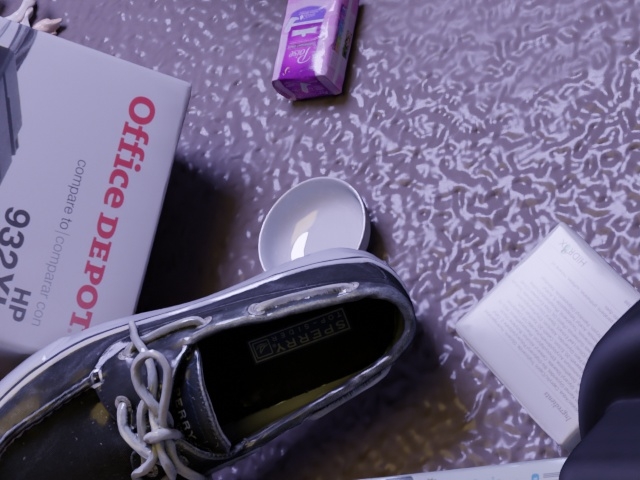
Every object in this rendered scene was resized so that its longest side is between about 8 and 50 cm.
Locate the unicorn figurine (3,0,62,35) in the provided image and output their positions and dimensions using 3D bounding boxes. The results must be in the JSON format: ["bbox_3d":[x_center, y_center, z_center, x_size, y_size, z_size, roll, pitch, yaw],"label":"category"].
[{"bbox_3d":[-0.307,-0.183,1.242,0.162,0.060,0.111,19,77,38],"label":"unicorn figurine"}]

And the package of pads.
[{"bbox_3d":[-0.004,-0.146,1.047,0.050,0.032,0.083,-4,64,34],"label":"package of pads"}]

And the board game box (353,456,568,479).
[{"bbox_3d":[0.024,0.251,0.782,0.303,0.097,0.224,-10,60,27],"label":"board game box"}]

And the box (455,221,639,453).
[{"bbox_3d":[0.150,0.066,0.793,0.087,0.101,0.102,-44,51,6],"label":"box"}]

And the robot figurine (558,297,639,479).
[{"bbox_3d":[0.231,0.063,0.650,0.173,0.209,0.278,31,48,29],"label":"robot figurine"}]

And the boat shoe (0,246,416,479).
[{"bbox_3d":[-0.083,0.100,0.871,0.306,0.113,0.105,-19,11,-1],"label":"boat shoe"}]

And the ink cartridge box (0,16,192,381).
[{"bbox_3d":[-0.266,-0.039,0.974,0.129,0.307,0.223,143,142,-64],"label":"ink cartridge box"}]

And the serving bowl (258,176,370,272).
[{"bbox_3d":[0.000,0.000,0.971,0.083,0.027,0.083,-15,58,26],"label":"serving bowl"}]
